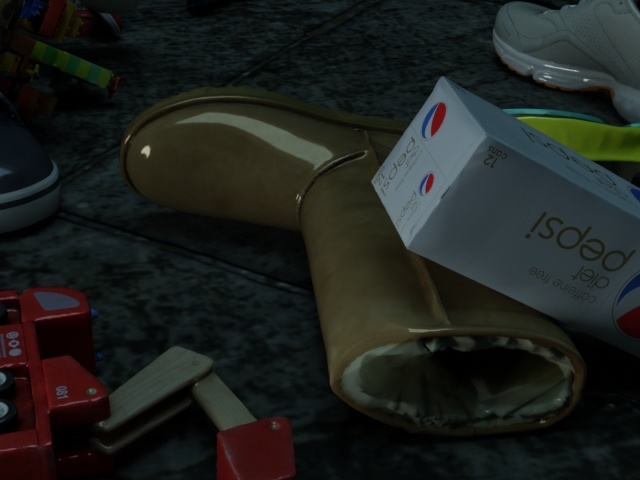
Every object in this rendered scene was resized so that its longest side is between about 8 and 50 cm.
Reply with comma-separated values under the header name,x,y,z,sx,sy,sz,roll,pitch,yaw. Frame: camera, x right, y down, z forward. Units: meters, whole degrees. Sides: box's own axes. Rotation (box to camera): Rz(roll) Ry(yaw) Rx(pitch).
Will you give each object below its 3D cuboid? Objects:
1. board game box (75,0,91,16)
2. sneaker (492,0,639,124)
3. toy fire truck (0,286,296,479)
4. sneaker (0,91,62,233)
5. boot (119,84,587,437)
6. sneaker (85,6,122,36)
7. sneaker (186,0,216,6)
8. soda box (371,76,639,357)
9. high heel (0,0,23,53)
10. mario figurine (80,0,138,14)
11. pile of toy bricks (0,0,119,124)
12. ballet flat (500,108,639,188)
name,x,y,z,sx,sy,sz,roll,pitch,yaw
board game box,-0.332,-0.273,1.113,0.181,0.043,0.092,-3,30,-8
sneaker,0.262,-0.191,0.933,0.099,0.121,0.262,-17,35,-31
toy fire truck,-0.096,0.080,0.503,0.135,0.047,0.192,-7,30,-17
sneaker,-0.318,-0.105,0.740,0.321,0.127,0.126,21,33,27
boot,0.000,0.000,0.609,0.236,0.089,0.269,-1,30,-10
sneaker,-0.216,-0.265,1.054,0.067,0.042,0.118,-31,75,-13
sneaker,-0.101,-0.301,1.162,0.073,0.063,0.162,12,31,11
soda box,0.138,0.001,0.543,0.216,0.069,0.074,24,23,-24
high heel,-0.296,-0.169,0.835,0.093,0.261,0.186,-6,65,-27
mario figurine,-0.263,-0.316,0.970,0.321,0.198,0.170,-7,-13,32
pile of toy bricks,-0.221,-0.151,0.873,0.105,0.118,0.212,21,4,-26
ballet flat,0.198,-0.048,0.726,0.231,0.077,0.077,0,74,-12
